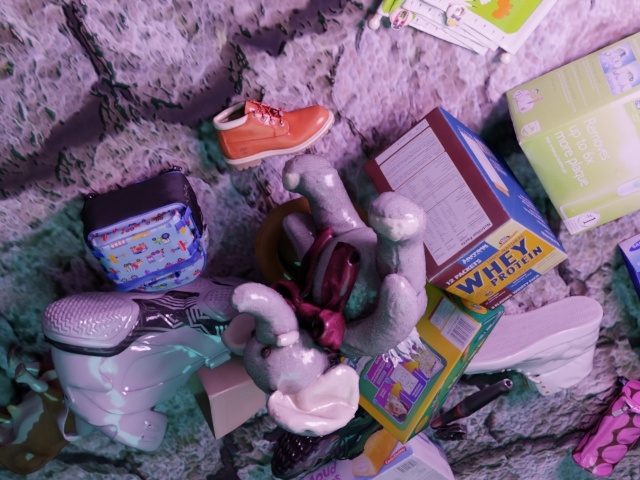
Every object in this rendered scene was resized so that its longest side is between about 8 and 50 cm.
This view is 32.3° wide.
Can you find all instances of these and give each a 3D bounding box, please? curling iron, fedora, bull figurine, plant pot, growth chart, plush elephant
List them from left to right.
[{"bbox_3d":[-0.411,0.246,1.679,0.188,0.101,0.310,31,115,-31],"label":"bull figurine"},{"bbox_3d":[-0.145,0.228,1.744,0.096,0.109,0.109,-19,135,-16],"label":"plant pot"},{"bbox_3d":[-0.009,0.089,1.411,0.255,0.272,0.330,-33,128,-19],"label":"plush elephant"},{"bbox_3d":[0.000,0.000,1.588,0.194,0.079,0.194,-2,124,-3],"label":"fedora"},{"bbox_3d":[0.262,0.288,1.905,0.068,0.035,0.274,11,148,-13],"label":"curling iron"},{"bbox_3d":[0.196,-0.314,1.407,0.237,0.021,0.172,11,126,-26],"label":"growth chart"}]

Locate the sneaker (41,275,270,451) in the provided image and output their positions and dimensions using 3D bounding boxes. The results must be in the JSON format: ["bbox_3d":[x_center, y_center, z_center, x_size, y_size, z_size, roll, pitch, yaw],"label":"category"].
[{"bbox_3d":[-0.211,0.173,1.585,0.366,0.137,0.210,-5,108,-24],"label":"sneaker"}]

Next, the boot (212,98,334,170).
[{"bbox_3d":[-0.063,-0.153,1.451,0.158,0.059,0.084,-20,129,3],"label":"boot"}]

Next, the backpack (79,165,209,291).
[{"bbox_3d":[-0.227,0.007,1.506,0.158,0.116,0.173,-17,136,0],"label":"backpack"}]

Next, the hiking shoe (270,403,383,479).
[{"bbox_3d":[0.021,0.357,1.917,0.227,0.086,0.114,-36,128,15],"label":"hiking shoe"}]

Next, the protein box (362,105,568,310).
[{"bbox_3d":[0.197,-0.039,1.497,0.136,0.201,0.200,-38,149,18],"label":"protein box"}]

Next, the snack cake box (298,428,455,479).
[{"bbox_3d":[0.093,0.449,2.020,0.264,0.089,0.152,-35,133,16],"label":"snack cake box"}]

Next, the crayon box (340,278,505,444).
[{"bbox_3d":[0.145,0.161,1.713,0.081,0.165,0.278,-24,148,-49],"label":"crayon box"}]

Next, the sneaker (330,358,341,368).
[{"bbox_3d":[-0.018,0.145,1.691,0.084,0.097,0.234,-18,150,-10],"label":"sneaker"}]

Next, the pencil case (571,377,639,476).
[{"bbox_3d":[0.551,0.356,2.073,0.098,0.095,0.209,-23,145,-48],"label":"pencil case"}]

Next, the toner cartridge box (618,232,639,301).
[{"bbox_3d":[0.630,0.096,1.871,0.165,0.075,0.347,-27,133,7],"label":"toner cartridge box"}]

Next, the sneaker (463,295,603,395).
[{"bbox_3d":[0.332,0.207,1.860,0.293,0.108,0.169,-13,130,-7],"label":"sneaker"}]

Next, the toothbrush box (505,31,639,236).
[{"bbox_3d":[0.427,-0.157,1.515,0.283,0.122,0.206,-24,131,16],"label":"toothbrush box"}]
